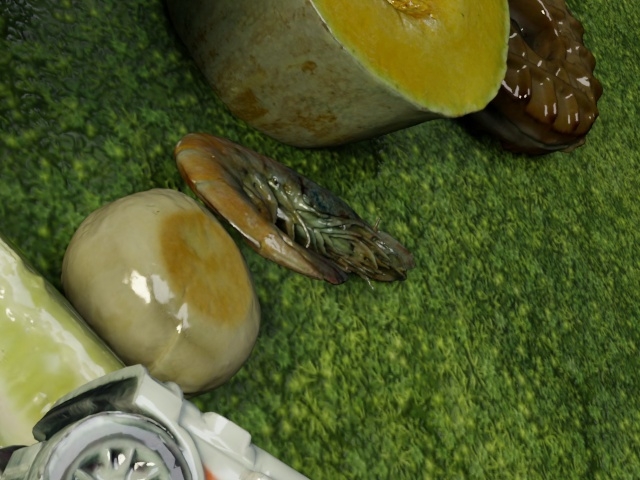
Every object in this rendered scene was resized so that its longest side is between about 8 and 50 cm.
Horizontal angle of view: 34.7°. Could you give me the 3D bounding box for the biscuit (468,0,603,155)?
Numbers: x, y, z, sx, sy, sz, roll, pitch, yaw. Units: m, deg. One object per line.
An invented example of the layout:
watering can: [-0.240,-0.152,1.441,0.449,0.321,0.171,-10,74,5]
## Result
biscuit: [0.230,-0.259,1.287,0.332,0.103,0.332,26,48,-33]

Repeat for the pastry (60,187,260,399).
pastry: [-0.107,0.035,0.735,0.156,0.092,0.156,37,40,-38]

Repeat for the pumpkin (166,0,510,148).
pumpkin: [0.014,-0.240,0.985,0.332,0.199,0.332,19,61,-37]

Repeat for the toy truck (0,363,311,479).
toy truck: [-0.105,0.264,0.436,0.207,0.173,0.387,31,62,-22]

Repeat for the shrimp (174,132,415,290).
shrimp: [0.000,0.000,0.861,0.296,0.058,0.169,28,22,-37]

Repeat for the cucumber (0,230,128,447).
cucumber: [-0.178,0.089,0.616,0.145,0.105,0.325,-43,99,-19]
